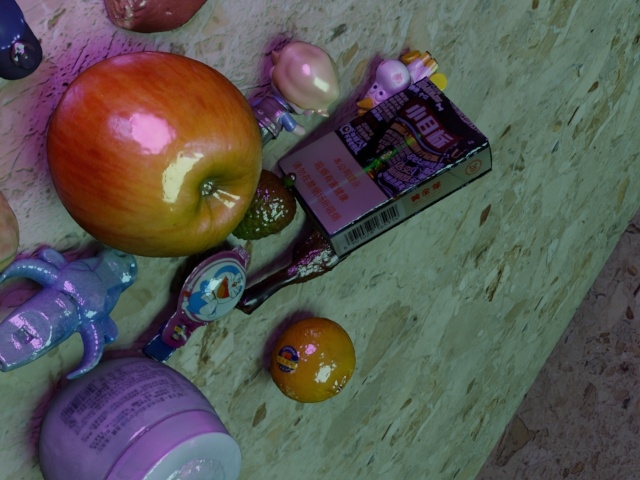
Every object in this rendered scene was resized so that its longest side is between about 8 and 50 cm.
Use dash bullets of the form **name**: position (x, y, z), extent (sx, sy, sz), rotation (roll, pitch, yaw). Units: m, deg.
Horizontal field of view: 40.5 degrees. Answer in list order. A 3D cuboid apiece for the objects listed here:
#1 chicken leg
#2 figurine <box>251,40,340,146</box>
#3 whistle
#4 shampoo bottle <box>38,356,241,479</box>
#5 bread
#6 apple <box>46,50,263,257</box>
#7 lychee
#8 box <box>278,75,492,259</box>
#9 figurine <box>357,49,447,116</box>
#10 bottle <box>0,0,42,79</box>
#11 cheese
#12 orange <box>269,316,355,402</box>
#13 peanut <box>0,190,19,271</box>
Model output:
- **chicken leg**: position (0.000, 0.000, 1.609), extent (0.407, 0.096, 0.158), rotation (-48, 142, -12)
- **figurine**: position (-0.052, -0.217, 1.356), extent (0.196, 0.114, 0.108), rotation (-53, 148, 7)
- **whistle**: position (-0.351, 0.088, 1.204), extent (0.093, 0.180, 0.269), rotation (-30, -169, 42)
- **shampoo bottle**: position (-0.286, 0.338, 1.369), extent (0.273, 0.266, 0.273), rotation (-30, 138, -32)
- **bread**: position (-0.212, -0.318, 1.101), extent (0.192, 0.067, 0.119), rotation (-2, 119, -51)
- **apple**: position (-0.210, -0.106, 1.131), extent (0.286, 0.233, 0.286), rotation (-33, 140, -33)
- **lychee**: position (-0.093, -0.061, 1.422), extent (0.146, 0.114, 0.114), rotation (-44, 147, 6)
- **box**: position (0.109, -0.125, 1.470), extent (0.310, 0.198, 0.084), rotation (-31, 143, -5)
- **figurine**: position (0.141, -0.272, 1.573), extent (0.178, 0.109, 0.129), rotation (-25, 157, -34)
- **bottle**: position (-0.378, -0.274, 0.916), extent (0.072, 0.082, 0.244), rotation (-48, 146, -18)
- **cheese**: position (-0.204, 0.109, 1.468), extent (0.244, 0.062, 0.155), rotation (-49, 147, -10)
- **orange**: position (-0.015, 0.241, 1.740), extent (0.178, 0.155, 0.177), rotation (-25, 124, -46)
- **peanut**: position (-0.464, -0.035, 0.955), extent (0.149, 0.149, 0.313), rotation (-60, 151, 5)
